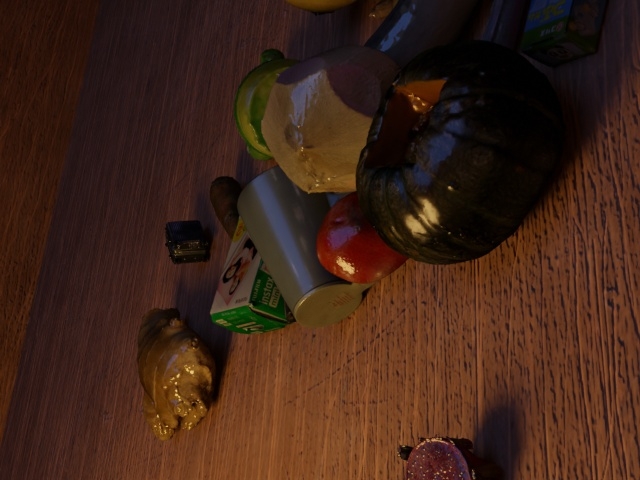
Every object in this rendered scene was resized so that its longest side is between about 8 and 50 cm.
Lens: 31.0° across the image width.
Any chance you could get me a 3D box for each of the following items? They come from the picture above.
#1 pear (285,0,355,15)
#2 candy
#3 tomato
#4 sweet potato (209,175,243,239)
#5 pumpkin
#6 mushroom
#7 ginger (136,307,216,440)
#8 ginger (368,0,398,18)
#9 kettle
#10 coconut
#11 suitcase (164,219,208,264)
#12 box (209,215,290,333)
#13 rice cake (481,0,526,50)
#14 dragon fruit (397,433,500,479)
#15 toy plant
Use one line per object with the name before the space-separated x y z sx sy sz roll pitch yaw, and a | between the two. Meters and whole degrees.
pear | 0.004 -0.586 2.151 0.309 0.309 0.309 -43 35 41
candy | 0.339 -0.341 1.563 0.097 0.062 0.194 -10 61 60
tomato | 0.061 -0.014 1.733 0.156 0.069 0.155 -7 58 12
sweet potato | -0.172 -0.052 2.323 0.075 0.075 0.273 -59 29 18
pumpkin | 0.181 -0.119 1.543 0.320 0.192 0.320 -37 41 42
mushroom | 0.136 -0.313 1.868 0.397 0.126 0.177 -60 16 18
ginger | -0.283 0.259 2.285 0.375 0.166 0.236 -136 32 -83
ginger | 0.133 -0.420 2.051 0.137 0.044 0.057 -162 76 -66
kettle | 0.000 0.000 1.853 0.211 0.160 0.243 -31 56 10
coconut | 0.021 -0.179 1.746 0.230 0.227 0.227 -31 -6 -45
suitcase | -0.287 0.002 2.477 0.126 0.086 0.059 -119 29 -59
box | -0.096 0.037 2.064 0.180 0.103 0.250 -19 54 57
rice cake | 0.282 -0.357 1.703 0.055 0.049 0.269 126 162 -77
dragon fruit | 0.162 0.294 1.409 0.126 0.068 0.112 -14 73 44
toy plant | -0.091 -0.262 2.231 0.316 0.185 0.224 -152 67 -75
